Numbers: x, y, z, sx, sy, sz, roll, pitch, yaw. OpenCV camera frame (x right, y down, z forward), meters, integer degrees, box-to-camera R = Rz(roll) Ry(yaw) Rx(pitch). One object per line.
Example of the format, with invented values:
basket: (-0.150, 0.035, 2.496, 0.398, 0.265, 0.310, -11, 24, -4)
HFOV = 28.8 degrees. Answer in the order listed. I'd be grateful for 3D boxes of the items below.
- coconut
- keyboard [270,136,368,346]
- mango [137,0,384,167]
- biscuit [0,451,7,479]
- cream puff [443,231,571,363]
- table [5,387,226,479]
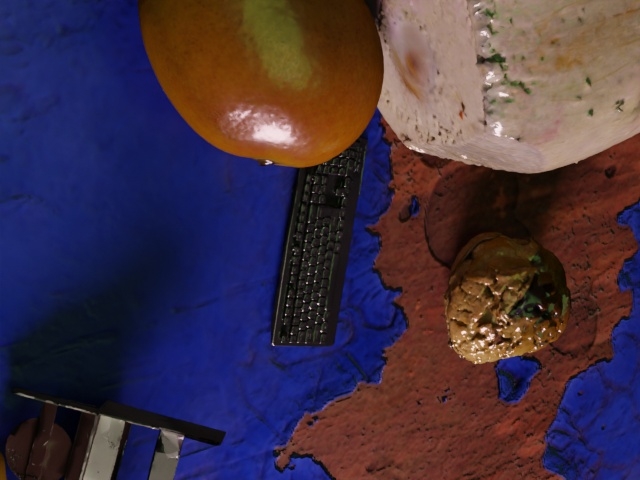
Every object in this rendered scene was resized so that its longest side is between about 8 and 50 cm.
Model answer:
coconut: (0.171, -0.204, 1.024, 0.255, 0.297, 0.297, -25, 111, -14)
keyboard: (0.001, 0.000, 1.116, 0.074, 0.015, 0.196, 7, 96, -32)
mango: (-0.055, -0.172, 0.980, 0.175, 0.139, 0.254, -38, 109, -21)
biscuit: (-0.365, 0.158, 0.776, 0.446, 0.104, 0.429, 59, 28, -32)
cream puff: (0.176, 0.058, 1.186, 0.133, 0.104, 0.119, -41, 124, -17)
table: (-0.181, 0.208, 1.013, 0.175, 0.062, 0.146, 15, 92, 0)
